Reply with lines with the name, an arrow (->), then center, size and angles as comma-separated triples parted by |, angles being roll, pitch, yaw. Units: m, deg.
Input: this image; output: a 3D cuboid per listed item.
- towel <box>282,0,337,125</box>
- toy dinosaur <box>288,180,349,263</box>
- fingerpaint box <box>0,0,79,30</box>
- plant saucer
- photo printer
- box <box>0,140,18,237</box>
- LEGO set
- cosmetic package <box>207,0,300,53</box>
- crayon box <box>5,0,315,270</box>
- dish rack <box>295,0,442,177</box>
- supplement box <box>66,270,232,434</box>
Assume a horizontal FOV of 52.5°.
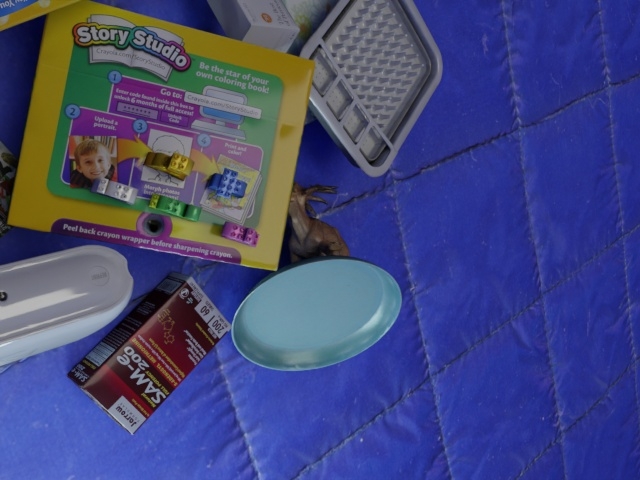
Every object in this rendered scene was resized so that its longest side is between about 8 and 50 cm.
towel -> 0.008, -0.428, 1.221 | 0.321, 0.090, 0.374 | -28, 113, -39
toy dinosaur -> 0.000, 0.000, 1.256 | 0.295, 0.127, 0.200 | 62, 18, -46
fingerpaint box -> -0.365, -0.443, 0.693 | 0.445, 0.163, 0.370 | -36, 136, -31
plant saucer -> -0.008, 0.132, 1.197 | 0.318, 0.043, 0.317 | -10, 137, -10
photo printer -> -0.405, 0.100, 0.840 | 0.308, 0.256, 0.107 | -17, 83, -38
box -> -0.505, -0.096, 0.864 | 0.159, 0.044, 0.233 | -50, 123, -24
LEGO set -> -0.169, -0.066, 0.830 | 0.227, 0.093, 0.086 | 19, 85, -16
cosmetic package -> -0.132, -0.401, 1.022 | 0.099, 0.060, 0.238 | -12, 65, -41
crayon box -> -0.216, -0.140, 0.922 | 0.363, 0.106, 0.312 | 11, 87, -17
dish rack -> 0.085, -0.313, 1.194 | 0.285, 0.072, 0.332 | 49, 62, -34
supplement box -> -0.275, 0.180, 1.069 | 0.239, 0.073, 0.130 | -48, 123, -24
